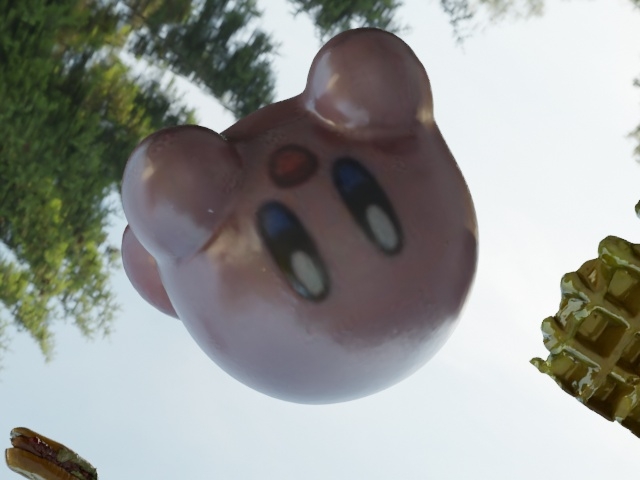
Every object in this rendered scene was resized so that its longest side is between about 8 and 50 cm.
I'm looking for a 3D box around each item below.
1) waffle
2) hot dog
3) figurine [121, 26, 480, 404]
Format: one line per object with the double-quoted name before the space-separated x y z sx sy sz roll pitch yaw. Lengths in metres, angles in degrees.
"waffle" 0.305 0.061 0.762 0.229 0.219 0.057 32 -171 -15
"hot dog" -0.182 0.157 0.647 0.083 0.021 0.037 39 -146 -33
"figurine" 0.002 0.006 0.655 0.270 0.261 0.211 -28 -95 -8
